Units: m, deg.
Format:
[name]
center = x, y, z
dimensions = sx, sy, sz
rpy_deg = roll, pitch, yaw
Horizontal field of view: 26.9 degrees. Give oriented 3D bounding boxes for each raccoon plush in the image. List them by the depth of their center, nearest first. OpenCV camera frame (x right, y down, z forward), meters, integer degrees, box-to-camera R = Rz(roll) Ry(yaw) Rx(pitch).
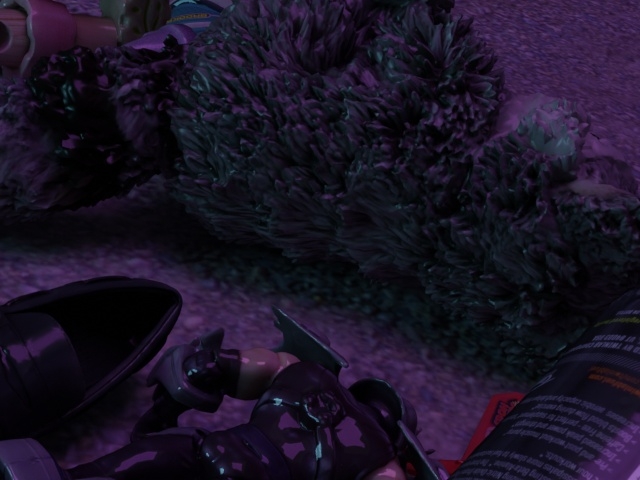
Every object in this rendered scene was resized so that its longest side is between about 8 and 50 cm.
[raccoon plush]
center = 0.000, 0.000, 0.871
dimensions = 0.446, 0.216, 0.299
rpy_deg = -25, 56, -12

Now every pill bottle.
[pill bottle]
center = 0.111, 0.138, 0.582
dimensions = 0.130, 0.130, 0.246
rpy_deg = 33, 58, 29

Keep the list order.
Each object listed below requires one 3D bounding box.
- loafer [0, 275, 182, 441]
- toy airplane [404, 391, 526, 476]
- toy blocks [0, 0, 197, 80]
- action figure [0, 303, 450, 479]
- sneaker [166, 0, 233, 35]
[loafer]
center = -0.156, 0.064, 0.672
dimensions = 0.223, 0.078, 0.076
rpy_deg = -26, 90, -54
[toy airplane]
center = 0.072, 0.130, 0.745
dimensions = 0.151, 0.028, 0.151
rpy_deg = 10, 34, -7
[toy blocks]
center = -0.208, -0.248, 0.943
dimensions = 0.260, 0.288, 0.309
rpy_deg = 1, 14, -40
[action figure]
center = -0.051, 0.116, 0.635
dimensions = 0.285, 0.099, 0.185
rpy_deg = -9, 32, -43
[sneaker]
center = -0.028, -0.124, 1.117
dimensions = 0.275, 0.107, 0.110
rpy_deg = 21, 47, 18
